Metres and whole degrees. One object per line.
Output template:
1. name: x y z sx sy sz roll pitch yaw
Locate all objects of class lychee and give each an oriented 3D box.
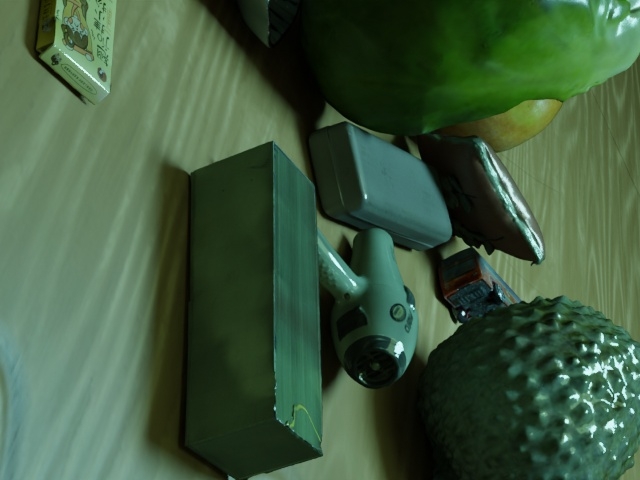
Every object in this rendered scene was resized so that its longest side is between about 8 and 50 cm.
1. lychee: 0.229 0.191 1.522 0.255 0.274 0.255 61 -8 14

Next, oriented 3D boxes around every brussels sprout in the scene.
1. brussels sprout: 0.160 -0.264 1.509 0.276 0.371 0.315 -112 -164 -48

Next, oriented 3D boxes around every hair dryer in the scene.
1. hair dryer: 0.014 0.001 1.423 0.267 0.092 0.229 57 18 -7

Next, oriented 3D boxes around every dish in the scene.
1. dish: -0.056 -0.292 1.437 0.190 0.066 0.191 14 90 -82

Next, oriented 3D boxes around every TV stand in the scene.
1. TV stand: -0.055 0.056 1.192 0.083 0.088 0.270 46 33 -46

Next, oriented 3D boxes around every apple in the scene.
1. apple: 0.205 -0.234 1.811 0.253 0.253 0.254 46 34 -44

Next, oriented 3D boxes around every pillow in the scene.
1. pillow: 0.186 -0.053 1.725 0.179 0.075 0.171 57 -11 -18

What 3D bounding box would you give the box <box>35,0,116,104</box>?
1. box: -0.194 -0.187 1.157 0.073 0.020 0.149 44 36 -47

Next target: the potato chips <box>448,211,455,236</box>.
1. potato chips: 0.167 -0.082 1.858 0.037 0.026 0.204 33 43 -35

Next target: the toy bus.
1. toy bus: 0.209 0.080 1.785 0.192 0.065 0.077 44 24 -47

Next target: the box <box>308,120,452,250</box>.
1. box: 0.070 -0.057 1.590 0.243 0.055 0.103 20 54 -61
